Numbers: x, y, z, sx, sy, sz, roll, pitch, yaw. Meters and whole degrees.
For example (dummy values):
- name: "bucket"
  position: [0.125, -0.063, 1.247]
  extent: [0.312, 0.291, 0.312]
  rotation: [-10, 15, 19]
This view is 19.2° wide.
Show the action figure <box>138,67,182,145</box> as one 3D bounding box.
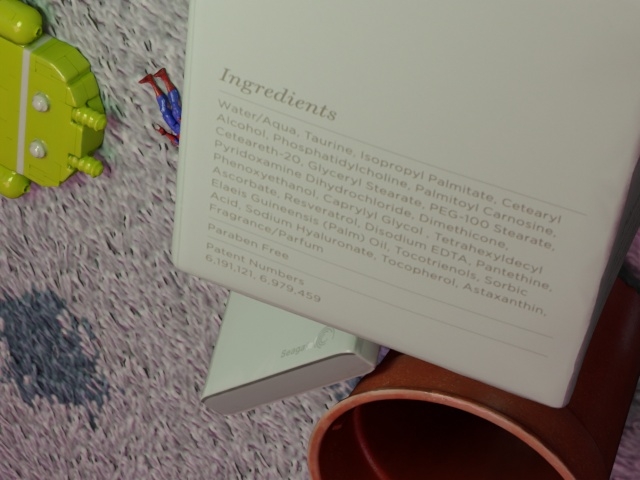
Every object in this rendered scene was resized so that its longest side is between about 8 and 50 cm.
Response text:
- name: "action figure"
  position: [-0.147, -0.119, 1.947]
  extent: [0.038, 0.030, 0.115]
  rotation: [-20, 108, 38]

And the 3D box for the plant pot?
- name: "plant pot"
  position: [0.164, 0.146, 1.709]
  extent: [0.272, 0.265, 0.272]
  rotation: [17, 136, 17]

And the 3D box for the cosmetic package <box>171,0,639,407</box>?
- name: "cosmetic package"
  position: [0.109, -0.159, 1.371]
  extent: [0.327, 0.329, 0.394]
  rotation: [20, 136, 12]

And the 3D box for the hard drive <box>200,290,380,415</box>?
- name: "hard drive"
  position: [0.000, 0.000, 1.735]
  extent: [0.040, 0.307, 0.203]
  rotation: [36, 142, -30]

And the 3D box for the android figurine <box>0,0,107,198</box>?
- name: "android figurine"
  position: [-0.339, -0.158, 2.044]
  extent: [0.273, 0.056, 0.248]
  rotation: [30, 132, 19]
